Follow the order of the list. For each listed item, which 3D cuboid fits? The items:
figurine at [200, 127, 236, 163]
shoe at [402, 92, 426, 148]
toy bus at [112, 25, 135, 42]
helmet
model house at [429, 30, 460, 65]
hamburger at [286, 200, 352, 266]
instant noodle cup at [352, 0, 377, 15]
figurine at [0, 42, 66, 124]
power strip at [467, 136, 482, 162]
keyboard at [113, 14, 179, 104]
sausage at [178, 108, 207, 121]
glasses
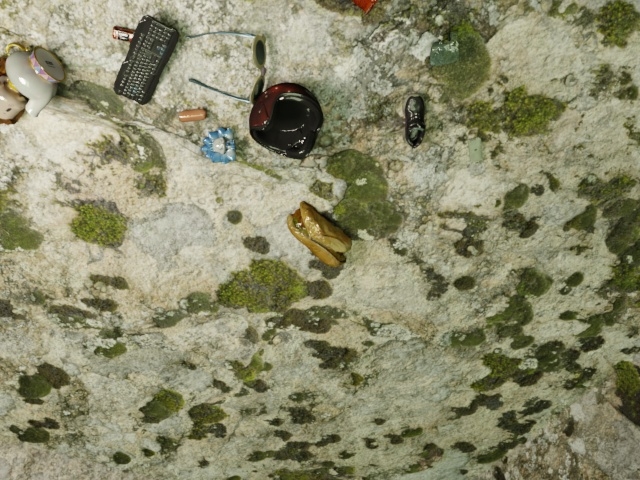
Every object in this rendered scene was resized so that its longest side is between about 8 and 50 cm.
[{"bbox_3d":[-0.308,-0.280,1.538,0.114,0.079,0.114,-1,98,-7],"label":"figurine"},{"bbox_3d":[0.285,-0.348,1.539,0.071,0.099,0.169,-3,124,-1],"label":"shoe"},{"bbox_3d":[-0.493,-0.538,1.363,0.110,0.043,0.031,8,123,-12],"label":"toy bus"},{"bbox_3d":[-0.098,-0.340,1.449,0.216,0.193,0.189,-34,134,26],"label":"helmet"},{"bbox_3d":[0.348,-0.538,1.448,0.083,0.066,0.079,-4,138,18],"label":"model house"},{"bbox_3d":[0.000,0.000,1.733,0.262,0.131,0.124,37,114,-21],"label":"hamburger"},{"bbox_3d":[0.090,-0.693,1.209,0.192,0.250,0.250,26,118,-12],"label":"instant noodle cup"},{"bbox_3d":[-0.816,-0.406,1.369,0.263,0.142,0.190,-25,92,13],"label":"figurine"},{"bbox_3d":[0.497,-0.290,1.650,0.040,0.016,0.090,-16,125,4],"label":"power strip"},{"bbox_3d":[-0.473,-0.478,1.386,0.106,0.016,0.262,22,132,-26],"label":"keyboard"},{"bbox_3d":[-0.373,-0.364,1.502,0.083,0.034,0.034,-7,125,-2],"label":"sausage"},{"bbox_3d":[-0.257,-0.471,1.407,0.220,0.088,0.190,3,124,-8],"label":"glasses"}]
